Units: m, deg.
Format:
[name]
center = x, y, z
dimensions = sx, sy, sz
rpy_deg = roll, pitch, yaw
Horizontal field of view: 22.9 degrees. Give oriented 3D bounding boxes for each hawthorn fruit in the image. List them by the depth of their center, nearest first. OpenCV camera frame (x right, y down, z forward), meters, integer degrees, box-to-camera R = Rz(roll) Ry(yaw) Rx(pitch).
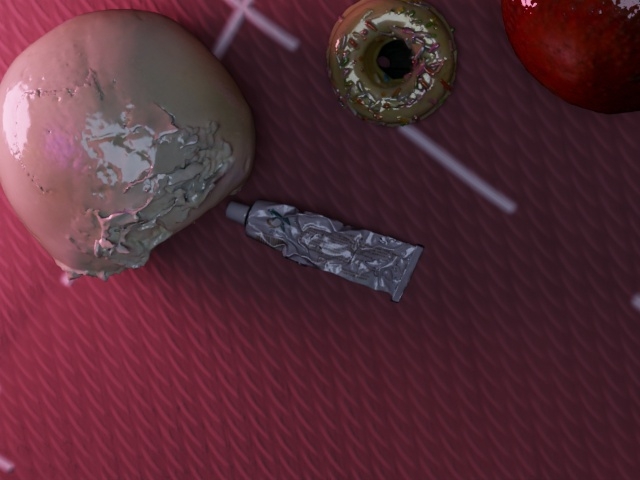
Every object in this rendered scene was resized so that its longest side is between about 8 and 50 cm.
[hawthorn fruit]
center = 0.338, -0.264, 1.833
dimensions = 0.265, 0.265, 0.307
rpy_deg = 3, 144, 9

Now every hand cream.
[hand cream]
center = 0.000, 0.001, 2.036
dimensions = 0.257, 0.050, 0.084
rpy_deg = 22, 100, 2

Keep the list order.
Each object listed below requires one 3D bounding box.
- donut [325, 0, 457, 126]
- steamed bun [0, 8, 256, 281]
[donut]
center = 0.087, -0.223, 1.968
dimensions = 0.174, 0.068, 0.175
rpy_deg = 2, 99, 9
[steamed bun]
center = -0.265, -0.123, 1.961
dimensions = 0.334, 0.233, 0.312
rpy_deg = -42, 92, 12
